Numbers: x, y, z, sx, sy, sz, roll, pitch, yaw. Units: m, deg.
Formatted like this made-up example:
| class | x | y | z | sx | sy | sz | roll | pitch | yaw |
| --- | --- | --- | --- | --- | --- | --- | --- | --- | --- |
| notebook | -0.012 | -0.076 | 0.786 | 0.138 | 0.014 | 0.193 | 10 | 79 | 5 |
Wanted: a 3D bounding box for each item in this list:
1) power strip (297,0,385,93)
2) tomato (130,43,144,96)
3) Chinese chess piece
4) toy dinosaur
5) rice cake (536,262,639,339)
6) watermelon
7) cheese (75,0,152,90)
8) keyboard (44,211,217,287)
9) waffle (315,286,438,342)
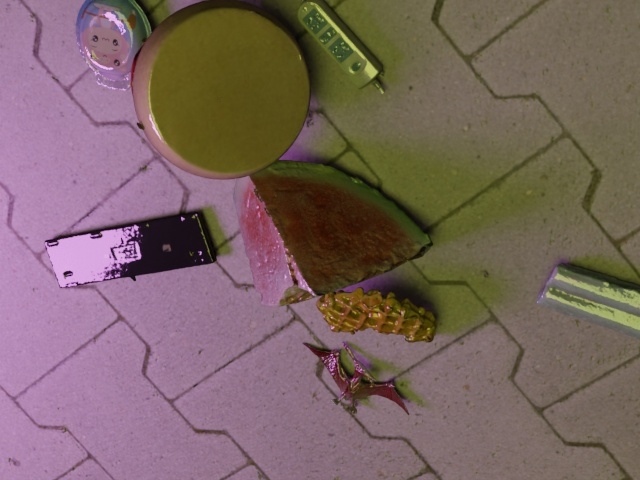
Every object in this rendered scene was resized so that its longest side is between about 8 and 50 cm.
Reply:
| class | x | y | z | sx | sy | sz | roll | pitch | yaw |
| --- | --- | --- | --- | --- | --- | --- | --- | --- | --- |
| power strip | 0.033 | -0.293 | 1.813 | 0.047 | 0.030 | 0.191 | -38 | 99 | 30 |
| tomato | -0.206 | -0.248 | 1.881 | 0.189 | 0.099 | 0.173 | -11 | 100 | -16 |
| Chinese chess piece | -0.147 | -0.225 | 1.795 | 0.273 | 0.102 | 0.273 | -3 | 101 | -17 |
| toy dinosaur | 0.057 | 0.243 | 2.071 | 0.220 | 0.032 | 0.108 | 30 | 124 | 5 |
| rice cake | 0.454 | 0.098 | 1.862 | 0.226 | 0.040 | 0.085 | 18 | 120 | 9 |
| watermelon | 0.000 | 0.000 | 1.871 | 0.310 | 0.232 | 0.193 | 26 | 160 | -18 |
| cheese | -0.324 | -0.353 | 1.887 | 0.135 | 0.052 | 0.245 | 13 | 119 | 12 |
| keyboard | -0.331 | 0.020 | 2.091 | 0.317 | 0.027 | 0.106 | -9 | 109 | 22 |
| waffle | 0.091 | 0.128 | 1.962 | 0.194 | 0.051 | 0.149 | -1 | 150 | 25 |
